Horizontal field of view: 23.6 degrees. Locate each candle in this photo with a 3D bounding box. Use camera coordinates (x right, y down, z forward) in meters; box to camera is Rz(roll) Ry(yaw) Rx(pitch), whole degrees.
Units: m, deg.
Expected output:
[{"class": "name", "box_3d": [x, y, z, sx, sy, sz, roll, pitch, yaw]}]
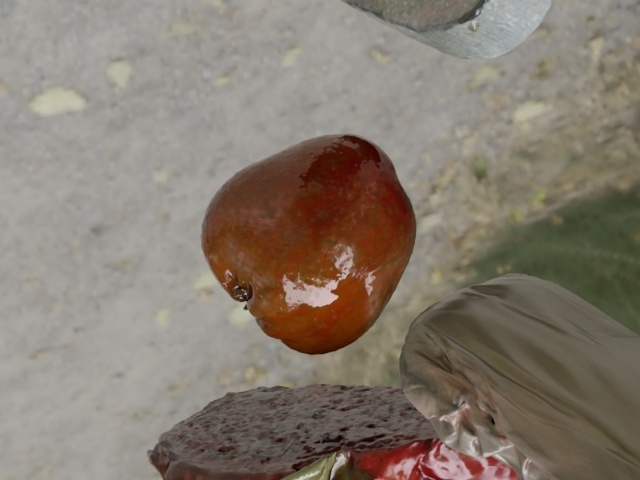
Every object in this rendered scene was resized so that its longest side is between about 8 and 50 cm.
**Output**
[{"class": "candle", "box_3d": [0.079, -0.202, 1.040, 0.068, 0.192, 0.168, 21, 144, -39]}]

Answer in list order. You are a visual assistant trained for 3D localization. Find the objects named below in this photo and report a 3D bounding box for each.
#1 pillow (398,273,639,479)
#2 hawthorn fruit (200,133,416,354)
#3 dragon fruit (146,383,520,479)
[{"class": "pillow", "box_3d": [0.158, 0.098, 0.657, 0.173, 0.270, 0.067, -14, 132, -60]}, {"class": "hawthorn fruit", "box_3d": [0.000, 0.000, 0.990, 0.138, 0.133, 0.133, -47, 151, -5]}, {"class": "dragon fruit", "box_3d": [0.007, 0.188, 1.003, 0.205, 0.152, 0.317, -13, -174, -42]}]
